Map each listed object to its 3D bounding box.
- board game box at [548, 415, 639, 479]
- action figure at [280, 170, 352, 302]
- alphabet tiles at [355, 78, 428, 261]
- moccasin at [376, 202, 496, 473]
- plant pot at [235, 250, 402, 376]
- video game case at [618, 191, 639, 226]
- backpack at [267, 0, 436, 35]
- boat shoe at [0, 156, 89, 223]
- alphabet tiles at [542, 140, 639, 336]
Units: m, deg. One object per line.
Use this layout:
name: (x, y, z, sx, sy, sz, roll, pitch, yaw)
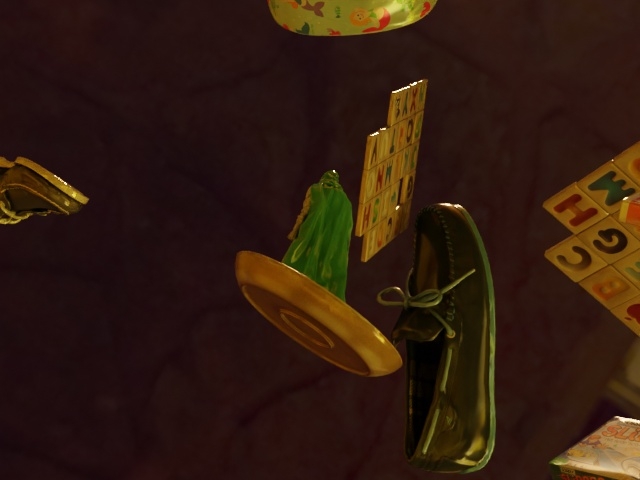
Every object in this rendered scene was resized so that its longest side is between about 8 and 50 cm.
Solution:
board game box: (0.404, 0.277, 1.652, 0.136, 0.035, 0.201, -26, -163, -33)
action figure: (0.000, 0.000, 1.905, 0.137, 0.232, 0.063, 30, 147, -31)
alphabet tiles: (0.086, -0.086, 1.608, 0.009, 0.198, 0.237, 11, -164, 16)
moccasin: (0.148, 0.118, 1.659, 0.116, 0.342, 0.137, 1, 165, -23)
plant pot: (-0.010, 0.095, 1.573, 0.236, 0.032, 0.236, 32, 165, 9)
video game case: (0.453, -0.009, 1.272, 0.285, 0.025, 0.204, 16, -162, 28)
backpack: (0.034, -0.354, 1.533, 0.225, 0.191, 0.253, -3, -131, 6)
boat shoe: (-0.285, -0.037, 1.259, 0.075, 0.065, 0.206, 38, 165, -32)
alphabet tiles: (0.431, -0.003, 1.512, 0.285, 0.342, 0.011, 39, -132, -14)
